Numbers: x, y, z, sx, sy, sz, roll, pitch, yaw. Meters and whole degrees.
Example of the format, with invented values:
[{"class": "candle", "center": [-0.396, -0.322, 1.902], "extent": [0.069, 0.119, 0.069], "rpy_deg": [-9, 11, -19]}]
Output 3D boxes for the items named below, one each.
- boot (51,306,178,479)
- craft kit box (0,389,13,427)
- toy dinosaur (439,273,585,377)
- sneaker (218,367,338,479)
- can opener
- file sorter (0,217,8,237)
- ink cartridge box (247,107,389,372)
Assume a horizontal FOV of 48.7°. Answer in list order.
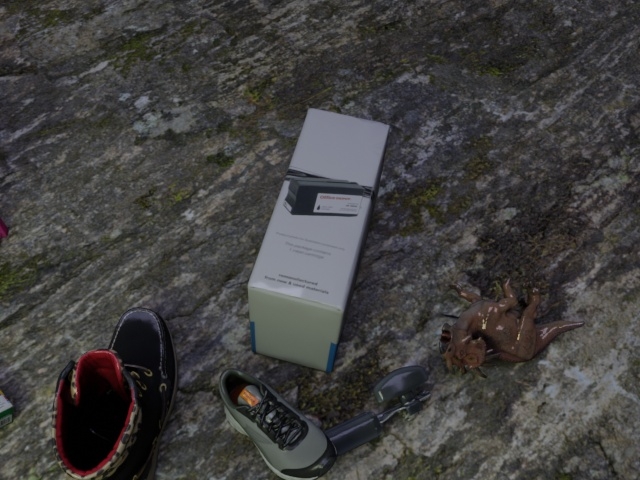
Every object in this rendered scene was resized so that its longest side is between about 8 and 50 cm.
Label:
[{"class": "boot", "center": [-0.324, 0.243, 1.142], "extent": [0.138, 0.284, 0.377], "rpy_deg": [6, 60, -1]}, {"class": "craft kit box", "center": [-0.693, 0.267, 1.180], "extent": [0.246, 0.061, 0.250], "rpy_deg": [38, 43, 25]}, {"class": "toy dinosaur", "center": [0.341, 0.180, 1.333], "extent": [0.295, 0.127, 0.200], "rpy_deg": [14, 66, -10]}, {"class": "sneaker", "center": [-0.084, 0.305, 1.177], "extent": [0.271, 0.108, 0.100], "rpy_deg": [27, 60, 40]}, {"class": "can opener", "center": [0.072, 0.316, 1.251], "extent": [0.280, 0.074, 0.093], "rpy_deg": [-26, 81, -16]}, {"class": "file sorter", "center": [-0.725, -0.014, 1.265], "extent": [0.202, 0.291, 0.182], "rpy_deg": [1, 62, -4]}, {"class": "ink cartridge box", "center": [0.000, 0.000, 1.311], "extent": [0.166, 0.285, 0.395], "rpy_deg": [14, 59, 5]}]
